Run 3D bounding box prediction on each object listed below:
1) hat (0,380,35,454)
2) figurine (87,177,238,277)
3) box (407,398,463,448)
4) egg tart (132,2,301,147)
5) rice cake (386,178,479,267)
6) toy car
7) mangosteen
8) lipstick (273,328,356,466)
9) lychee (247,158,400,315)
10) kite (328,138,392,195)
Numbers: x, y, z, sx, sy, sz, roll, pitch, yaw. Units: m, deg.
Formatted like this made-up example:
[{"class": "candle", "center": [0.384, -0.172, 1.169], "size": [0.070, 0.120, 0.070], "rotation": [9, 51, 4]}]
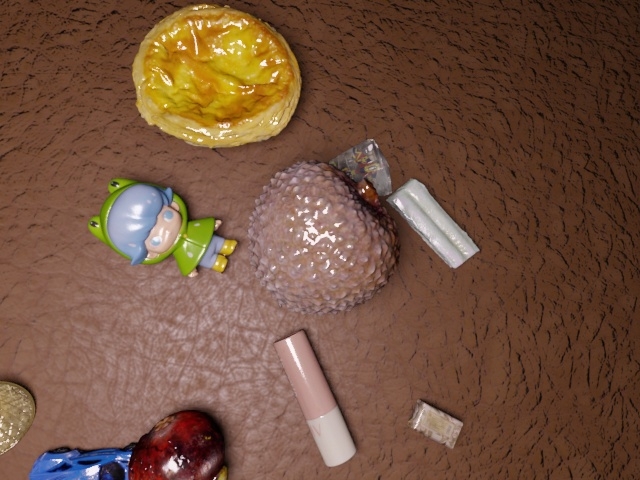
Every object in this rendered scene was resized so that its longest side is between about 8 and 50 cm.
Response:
[{"class": "hat", "center": [-0.605, 0.312, 0.743], "size": [0.146, 0.067, 0.145], "rotation": [-11, 106, -45]}, {"class": "figurine", "center": [-0.299, -0.016, 0.811], "size": [0.263, 0.143, 0.162], "rotation": [26, 85, -20]}, {"class": "box", "center": [0.237, 0.380, 0.859], "size": [0.098, 0.045, 0.062], "rotation": [30, 78, -1]}, {"class": "egg tart", "center": [-0.210, -0.329, 0.875], "size": [0.342, 0.132, 0.340], "rotation": [2, 79, -9]}, {"class": "rice cake", "center": [0.255, -0.036, 0.938], "size": [0.085, 0.040, 0.226], "rotation": [-42, 88, -14]}, {"class": "toy car", "center": [-0.408, 0.428, 0.745], "size": [0.217, 0.063, 0.103], "rotation": [1, 80, -8]}, {"class": "mangosteen", "center": [-0.238, 0.397, 0.726], "size": [0.166, 0.166, 0.180], "rotation": [-36, 95, -13]}, {"class": "lipstick", "center": [-0.012, 0.307, 0.822], "size": [0.070, 0.070, 0.254], "rotation": [-24, 84, -12]}, {"class": "lychee", "center": [0.000, -0.005, 0.783], "size": [0.300, 0.300, 0.299], "rotation": [1, 80, -8]}, {"class": "kite", "center": [0.045, -0.144, 0.940], "size": [0.245, 0.015, 0.141], "rotation": [-17, 81, -12]}]
